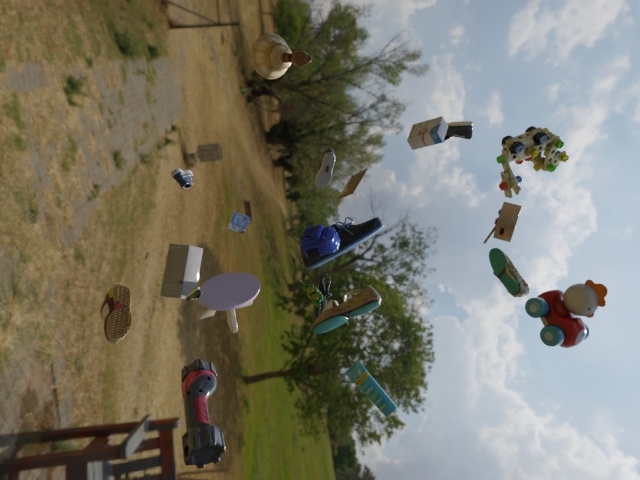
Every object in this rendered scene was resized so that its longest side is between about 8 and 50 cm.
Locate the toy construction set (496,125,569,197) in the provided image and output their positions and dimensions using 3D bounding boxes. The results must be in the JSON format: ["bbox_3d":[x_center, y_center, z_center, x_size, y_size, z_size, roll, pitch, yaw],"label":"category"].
[{"bbox_3d":[0.793,-0.310,1.809,0.151,0.327,0.215,40,-25,47],"label":"toy construction set"}]

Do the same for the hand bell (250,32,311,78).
[{"bbox_3d":[-0.087,-0.501,1.293,0.242,0.126,0.126,33,-47,54],"label":"hand bell"}]

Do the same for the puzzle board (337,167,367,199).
[{"bbox_3d":[0.121,-0.207,1.755,0.096,0.011,0.128,-19,-146,55],"label":"puzzle board"}]

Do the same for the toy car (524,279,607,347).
[{"bbox_3d":[0.890,0.239,1.639,0.238,0.219,0.210,-47,-128,44],"label":"toy car"}]

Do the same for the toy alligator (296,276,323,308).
[{"bbox_3d":[-0.037,0.219,2.080,0.190,0.051,0.056,52,-19,30],"label":"toy alligator"}]

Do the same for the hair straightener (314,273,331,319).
[{"bbox_3d":[0.026,0.253,2.173,0.047,0.089,0.231,36,49,-36],"label":"hair straightener"}]

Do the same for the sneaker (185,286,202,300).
[{"bbox_3d":[-0.444,0.195,1.659,0.035,0.031,0.083,52,-53,4],"label":"sneaker"}]

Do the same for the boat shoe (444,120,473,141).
[{"bbox_3d":[0.518,-0.447,1.954,0.254,0.095,0.079,9,-74,46],"label":"boat shoe"}]

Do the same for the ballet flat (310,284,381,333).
[{"bbox_3d":[0.062,0.179,1.249,0.073,0.206,0.067,45,22,-55],"label":"ballet flat"}]

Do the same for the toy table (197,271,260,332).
[{"bbox_3d":[-0.409,0.263,2.090,0.161,0.274,0.252,110,-30,-46],"label":"toy table"}]

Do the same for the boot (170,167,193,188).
[{"bbox_3d":[-0.614,-0.271,2.152,0.086,0.069,0.190,54,8,1],"label":"boot"}]

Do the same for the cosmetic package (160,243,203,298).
[{"bbox_3d":[-0.616,0.137,2.104,0.107,0.127,0.238,15,78,-62],"label":"cosmetic package"}]

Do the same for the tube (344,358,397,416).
[{"bbox_3d":[0.177,0.517,1.649,0.207,0.080,0.052,46,19,16],"label":"tube"}]

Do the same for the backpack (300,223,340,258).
[{"bbox_3d":[0.000,0.000,1.597,0.098,0.120,0.101,-75,149,-42],"label":"backpack"}]

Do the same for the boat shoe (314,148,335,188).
[{"bbox_3d":[0.018,-0.227,1.499,0.040,0.049,0.142,-85,-167,-44],"label":"boat shoe"}]

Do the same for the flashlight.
[{"bbox_3d":[-0.303,0.438,1.229,0.103,0.103,0.304,-54,-150,7],"label":"flashlight"}]

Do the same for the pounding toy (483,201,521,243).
[{"bbox_3d":[0.738,-0.062,1.921,0.130,0.100,0.141,-59,156,-30],"label":"pounding toy"}]

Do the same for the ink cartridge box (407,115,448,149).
[{"bbox_3d":[0.378,-0.380,1.676,0.052,0.122,0.089,46,53,-33],"label":"ink cartridge box"}]

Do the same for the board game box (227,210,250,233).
[{"bbox_3d":[-0.406,-0.088,2.350,0.020,0.090,0.090,33,-79,57],"label":"board game box"}]

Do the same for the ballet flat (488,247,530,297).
[{"bbox_3d":[0.731,0.129,1.836,0.091,0.077,0.241,-58,-150,37],"label":"ballet flat"}]

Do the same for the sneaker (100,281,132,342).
[{"bbox_3d":[-0.567,0.210,1.304,0.084,0.069,0.186,-40,-139,28],"label":"sneaker"}]

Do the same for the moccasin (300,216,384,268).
[{"bbox_3d":[0.065,-0.010,1.741,0.117,0.341,0.137,64,15,8],"label":"moccasin"}]
